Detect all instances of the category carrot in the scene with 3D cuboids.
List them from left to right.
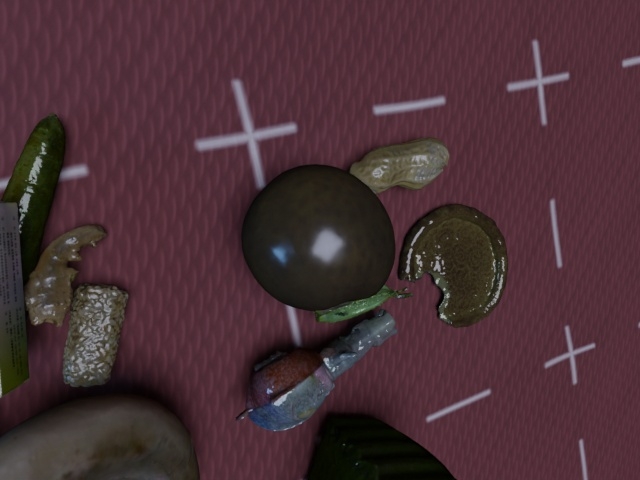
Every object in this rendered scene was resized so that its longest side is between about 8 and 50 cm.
[{"bbox_3d":[-0.450,-0.020,0.613,0.074,0.074,0.357,15,90,-21],"label":"carrot"}]

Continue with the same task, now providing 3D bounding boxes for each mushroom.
[{"bbox_3d":[-0.326,0.409,0.568,0.363,0.295,0.361,-19,117,-44],"label":"mushroom"}]

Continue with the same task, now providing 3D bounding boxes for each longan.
[{"bbox_3d":[0.000,0.000,0.681,0.259,0.258,0.257,-2,97,-19],"label":"longan"}]

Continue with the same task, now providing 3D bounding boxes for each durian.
[{"bbox_3d":[0.073,0.120,0.800,0.216,0.100,0.086,-12,102,-26],"label":"durian"}]

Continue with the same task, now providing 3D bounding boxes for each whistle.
[{"bbox_3d":[-0.005,0.237,0.769,0.347,0.133,0.142,-29,150,-20],"label":"whistle"}]

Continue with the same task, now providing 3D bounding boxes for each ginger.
[{"bbox_3d":[-0.398,0.046,0.625,0.070,0.051,0.173,26,71,-25],"label":"ginger"}]

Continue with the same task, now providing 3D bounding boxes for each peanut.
[{"bbox_3d":[0.156,-0.145,0.804,0.215,0.090,0.098,-13,111,-15],"label":"peanut"}]

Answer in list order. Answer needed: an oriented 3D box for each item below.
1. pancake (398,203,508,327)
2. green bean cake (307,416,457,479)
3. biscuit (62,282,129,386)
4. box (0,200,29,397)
[{"bbox_3d":[0.305,0.061,0.912,0.287,0.033,0.287,-8,99,-19],"label":"pancake"},{"bbox_3d":[0.109,0.535,0.746,0.218,0.319,0.334,11,94,-21],"label":"green bean cake"},{"bbox_3d":[-0.371,0.153,0.664,0.082,0.070,0.168,13,88,-28],"label":"biscuit"},{"bbox_3d":[-0.503,0.077,0.542,0.176,0.062,0.260,0,96,-2],"label":"box"}]
